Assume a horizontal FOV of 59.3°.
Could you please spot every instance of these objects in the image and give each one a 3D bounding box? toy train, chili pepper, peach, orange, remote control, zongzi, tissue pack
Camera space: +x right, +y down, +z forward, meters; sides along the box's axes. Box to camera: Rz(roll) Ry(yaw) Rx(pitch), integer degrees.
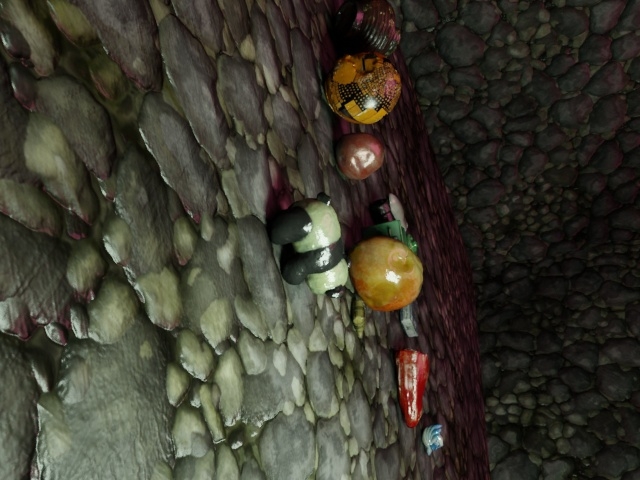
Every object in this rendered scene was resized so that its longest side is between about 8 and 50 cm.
[{"bbox_3d":[0.243,0.073,1.844,0.202,0.145,0.266,20,60,-63],"label":"toy train"},{"bbox_3d":[0.297,0.481,1.841,0.144,0.136,0.253,149,-51,-65],"label":"chili pepper"},{"bbox_3d":[0.180,0.081,1.627,0.235,0.214,0.214,46,34,-25],"label":"peach"},{"bbox_3d":[0.112,-0.270,1.713,0.152,0.152,0.152,-12,90,-69],"label":"peach"},{"bbox_3d":[0.130,-0.465,1.729,0.182,0.234,0.235,80,8,-62],"label":"orange"},{"bbox_3d":[0.322,-0.118,2.297,0.229,0.044,0.073,49,32,-51],"label":"remote control"},{"bbox_3d":[0.110,0.217,1.573,0.076,0.040,0.083,-87,167,-50],"label":"zongzi"},{"bbox_3d":[0.331,0.266,2.095,0.156,0.051,0.112,-82,153,-43],"label":"tissue pack"}]

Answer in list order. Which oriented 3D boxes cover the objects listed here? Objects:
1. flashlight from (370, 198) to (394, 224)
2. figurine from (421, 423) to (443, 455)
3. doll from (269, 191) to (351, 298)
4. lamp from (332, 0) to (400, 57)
[{"bbox_3d":[0.247,-0.037,2.000,0.093,0.092,0.232,-61,134,-60],"label":"flashlight"},{"bbox_3d":[0.401,0.697,1.998,0.114,0.079,0.114,15,90,-75],"label":"figurine"},{"bbox_3d":[-0.016,0.016,1.223,0.143,0.135,0.235,-50,129,-62],"label":"doll"},{"bbox_3d":[0.168,-0.742,1.982,0.247,0.246,0.247,-12,90,-69],"label":"lamp"}]
